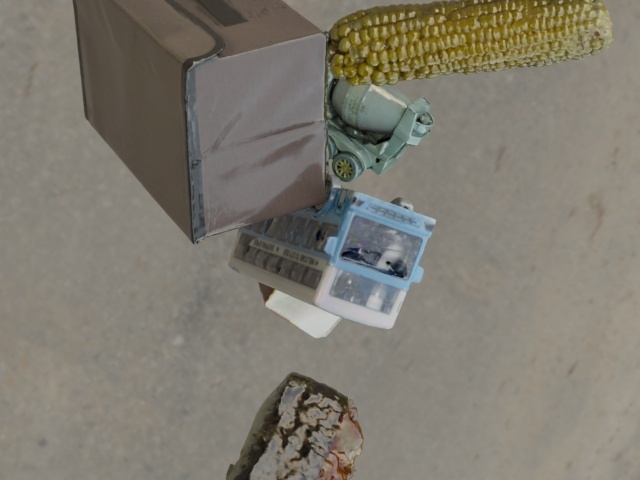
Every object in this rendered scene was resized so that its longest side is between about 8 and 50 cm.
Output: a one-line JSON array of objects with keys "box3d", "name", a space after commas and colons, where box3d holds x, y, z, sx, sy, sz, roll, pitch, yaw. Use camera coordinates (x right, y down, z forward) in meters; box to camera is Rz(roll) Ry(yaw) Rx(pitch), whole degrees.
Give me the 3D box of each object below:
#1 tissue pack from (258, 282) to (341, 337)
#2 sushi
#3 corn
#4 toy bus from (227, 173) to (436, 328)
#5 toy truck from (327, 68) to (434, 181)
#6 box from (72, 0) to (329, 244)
[{"box3d": [-0.025, 0.038, 1.517, 0.106, 0.149, 0.099, 31, 111, -28], "name": "tissue pack"}, {"box3d": [-0.050, 0.364, 1.817, 0.343, 0.182, 0.196, -60, -174, -33], "name": "sushi"}, {"box3d": [0.156, -0.223, 1.262, 0.097, 0.319, 0.097, -4, 90, -78], "name": "corn"}, {"box3d": [0.000, 0.000, 1.186, 0.106, 0.297, 0.131, 19, 90, -22], "name": "toy bus"}, {"box3d": [0.027, -0.191, 1.568, 0.108, 0.256, 0.140, -36, 161, -50], "name": "toy truck"}, {"box3d": [-0.114, -0.149, 1.078, 0.153, 0.252, 0.188, -18, 128, -28], "name": "box"}]
